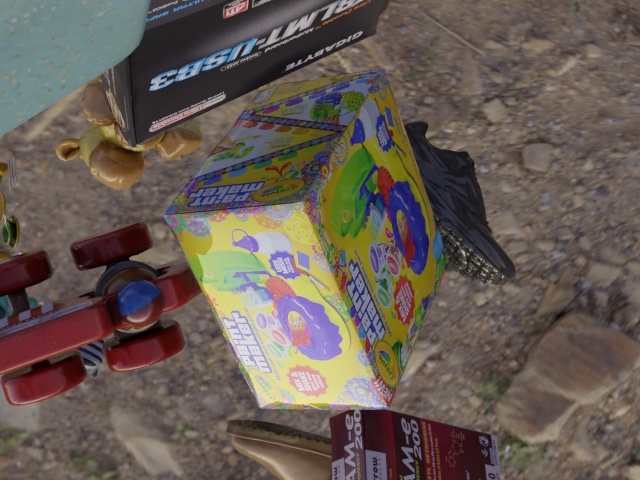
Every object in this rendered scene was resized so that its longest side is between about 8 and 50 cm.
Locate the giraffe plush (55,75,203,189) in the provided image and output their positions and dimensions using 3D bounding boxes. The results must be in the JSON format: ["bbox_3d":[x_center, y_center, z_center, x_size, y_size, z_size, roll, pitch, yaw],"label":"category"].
[{"bbox_3d":[-0.270,-0.147,1.440,0.181,0.210,0.170,32,119,-14],"label":"giraffe plush"}]

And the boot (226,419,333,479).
[{"bbox_3d":[-0.048,0.406,1.502,0.236,0.089,0.269,15,86,-6],"label":"boot"}]

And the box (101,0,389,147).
[{"bbox_3d":[-0.059,-0.223,0.955,0.295,0.293,0.073,-26,77,-16],"label":"box"}]

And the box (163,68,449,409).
[{"bbox_3d":[0.000,0.000,1.248,0.177,0.279,0.290,-4,125,28],"label":"box"}]

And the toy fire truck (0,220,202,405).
[{"bbox_3d":[-0.270,0.088,1.210,0.302,0.254,0.169,-18,98,-13],"label":"toy fire truck"}]

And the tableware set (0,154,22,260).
[{"bbox_3d":[-0.460,-0.042,1.524,0.104,0.024,0.154,-18,76,56],"label":"tableware set"}]

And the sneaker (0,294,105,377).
[{"bbox_3d":[-0.463,0.163,1.746,0.224,0.083,0.098,30,145,1],"label":"sneaker"}]

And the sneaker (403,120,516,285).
[{"bbox_3d":[0.194,-0.060,1.545,0.130,0.109,0.286,-41,88,-19],"label":"sneaker"}]

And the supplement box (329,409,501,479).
[{"bbox_3d":[0.126,0.299,1.359,0.073,0.239,0.130,-34,48,43],"label":"supplement box"}]

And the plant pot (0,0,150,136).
[{"bbox_3d":[-0.195,-0.148,0.358,0.248,0.252,0.247,-33,54,-3],"label":"plant pot"}]
